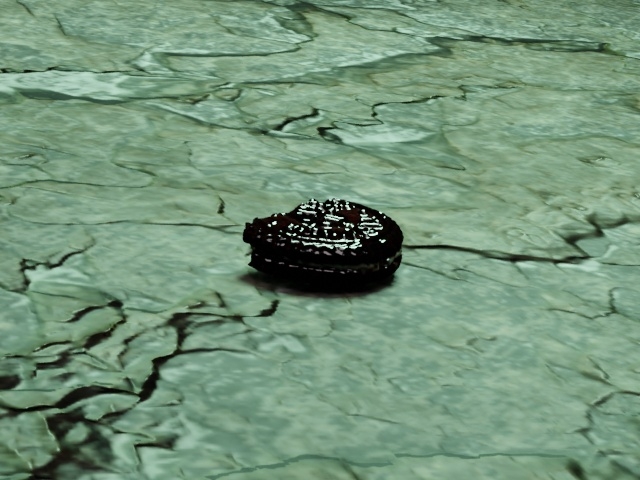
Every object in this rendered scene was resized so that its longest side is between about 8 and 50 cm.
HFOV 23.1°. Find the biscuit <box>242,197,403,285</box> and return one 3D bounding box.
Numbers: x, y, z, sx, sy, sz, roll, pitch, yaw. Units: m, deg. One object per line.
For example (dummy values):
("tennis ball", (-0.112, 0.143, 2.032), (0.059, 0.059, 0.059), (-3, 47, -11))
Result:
("biscuit", (0.000, 0.000, 0.807), (0.089, 0.027, 0.087), (1, 19, -17))
